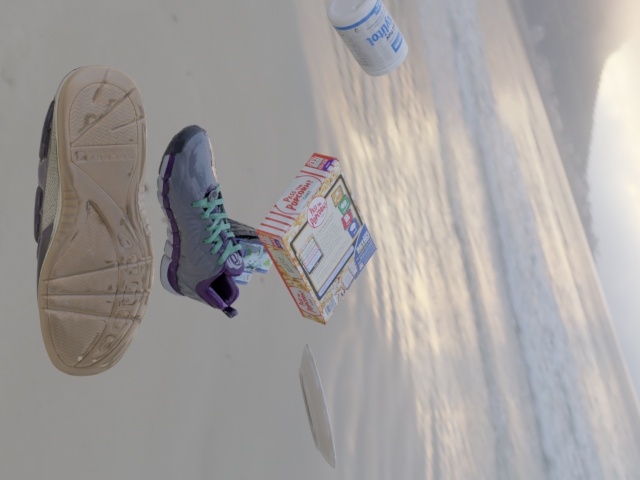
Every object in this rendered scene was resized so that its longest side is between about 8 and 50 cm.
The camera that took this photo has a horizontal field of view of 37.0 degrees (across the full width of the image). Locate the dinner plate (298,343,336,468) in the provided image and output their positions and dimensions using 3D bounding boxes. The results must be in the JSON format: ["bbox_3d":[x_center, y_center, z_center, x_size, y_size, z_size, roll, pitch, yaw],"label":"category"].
[{"bbox_3d":[-0.006,0.186,1.066,0.141,0.017,0.141,168,-90,-84],"label":"dinner plate"}]

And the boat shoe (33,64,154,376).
[{"bbox_3d":[-0.213,-0.020,0.882,0.092,0.102,0.285,-148,-121,-63],"label":"boat shoe"}]

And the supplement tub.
[{"bbox_3d":[0.062,-0.274,1.244,0.107,0.071,0.071,47,28,-42],"label":"supplement tub"}]

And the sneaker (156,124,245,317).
[{"bbox_3d":[-0.115,-0.018,1.027,0.083,0.098,0.224,-43,151,-41],"label":"sneaker"}]

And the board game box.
[{"bbox_3d":[0.000,0.000,1.311,0.147,0.045,0.194,-54,142,-26],"label":"board game box"}]

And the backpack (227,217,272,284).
[{"bbox_3d":[-0.127,0.015,1.412,0.114,0.084,0.105,11,16,-45],"label":"backpack"}]
